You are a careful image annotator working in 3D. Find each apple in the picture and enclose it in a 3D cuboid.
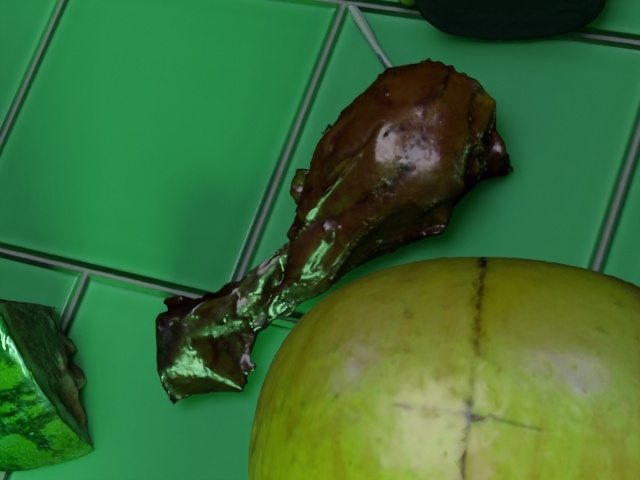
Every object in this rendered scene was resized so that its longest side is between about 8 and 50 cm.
[{"bbox_3d":[0.097,0.136,0.891,0.286,0.286,0.233,-3,74,22],"label":"apple"}]

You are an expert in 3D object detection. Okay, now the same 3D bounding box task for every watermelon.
[{"bbox_3d":[-0.276,0.076,1.146,0.231,0.146,0.128,10,71,24],"label":"watermelon"}]

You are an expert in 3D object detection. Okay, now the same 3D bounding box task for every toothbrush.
[{"bbox_3d":[0.052,-0.127,1.183,0.013,0.011,0.131,-23,57,-13],"label":"toothbrush"}]

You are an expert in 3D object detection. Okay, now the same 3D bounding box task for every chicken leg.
[{"bbox_3d":[0.000,0.000,1.108,0.304,0.093,0.113,-44,71,4],"label":"chicken leg"}]

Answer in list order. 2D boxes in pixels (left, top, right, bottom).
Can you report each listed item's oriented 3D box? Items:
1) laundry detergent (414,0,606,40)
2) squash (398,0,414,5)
[{"bbox_3d":[0.146,-0.288,1.168,0.143,0.094,0.289,-1,67,24],"label":"laundry detergent"},{"bbox_3d":[0.076,-0.211,1.203,0.027,0.027,0.089,10,68,26],"label":"squash"}]
